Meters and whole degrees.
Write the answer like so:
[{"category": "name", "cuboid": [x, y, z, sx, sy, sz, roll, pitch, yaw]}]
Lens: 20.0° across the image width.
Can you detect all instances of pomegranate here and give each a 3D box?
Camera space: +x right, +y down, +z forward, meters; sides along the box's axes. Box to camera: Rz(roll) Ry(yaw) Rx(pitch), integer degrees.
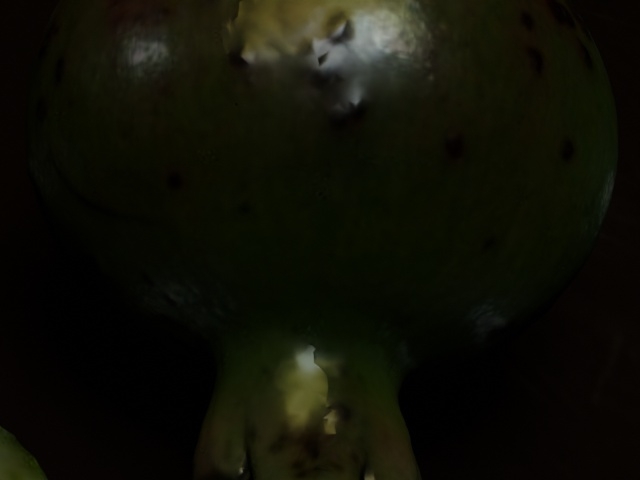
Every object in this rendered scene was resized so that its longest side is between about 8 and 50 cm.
[{"category": "pomegranate", "cuboid": [0.017, -0.006, 0.747, 0.242, 0.242, 0.306, -13, 68, -26]}]

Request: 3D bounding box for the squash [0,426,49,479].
[{"category": "squash", "cuboid": [-0.203, 0.125, 0.543, 0.309, 0.210, 0.234, -6, 56, -13]}]
